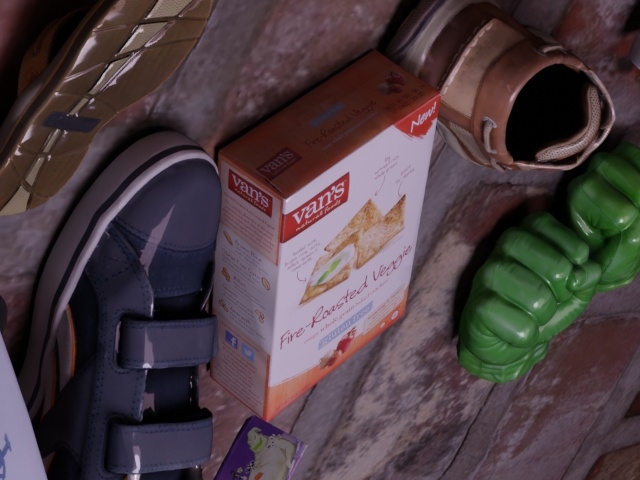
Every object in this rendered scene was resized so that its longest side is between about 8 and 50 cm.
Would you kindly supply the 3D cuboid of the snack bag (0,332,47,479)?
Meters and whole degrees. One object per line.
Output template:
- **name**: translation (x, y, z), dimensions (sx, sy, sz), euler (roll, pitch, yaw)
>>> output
- **snack bag**: translation (-0.212, 0.175, 0.794), dimensions (0.342, 0.037, 0.323), euler (-69, 154, -54)

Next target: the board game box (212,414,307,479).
- **board game box**: translation (-0.104, 0.274, 1.158), dimensions (0.208, 0.056, 0.347), euler (-55, 174, -30)

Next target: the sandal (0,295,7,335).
- **sandal**: translation (-0.225, 0.106, 0.964), dimensions (0.179, 0.040, 0.067), euler (-58, 153, 10)

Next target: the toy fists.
- **toy fists**: translation (0.233, 0.015, 1.546), dimensions (0.279, 0.096, 0.142), euler (-37, 148, -28)

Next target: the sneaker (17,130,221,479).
- **sneaker**: translation (-0.118, 0.096, 1.036), dimensions (0.126, 0.127, 0.321), euler (-4, 124, -56)

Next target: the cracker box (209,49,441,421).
- **cracker box**: translation (0.000, 0.000, 1.175), dimensions (0.156, 0.067, 0.232), euler (-36, 148, -32)

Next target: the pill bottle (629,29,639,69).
- **pill bottle**: translation (0.334, -0.225, 1.402), dimensions (0.108, 0.108, 0.193), euler (-18, 137, -50)

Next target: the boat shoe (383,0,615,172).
- **boat shoe**: translation (0.158, -0.096, 1.260), dimensions (0.123, 0.116, 0.324), euler (-58, 153, 10)

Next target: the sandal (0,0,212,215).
- **sandal**: translation (-0.131, -0.087, 0.886), dimensions (0.180, 0.049, 0.072), euler (-47, 151, 20)
